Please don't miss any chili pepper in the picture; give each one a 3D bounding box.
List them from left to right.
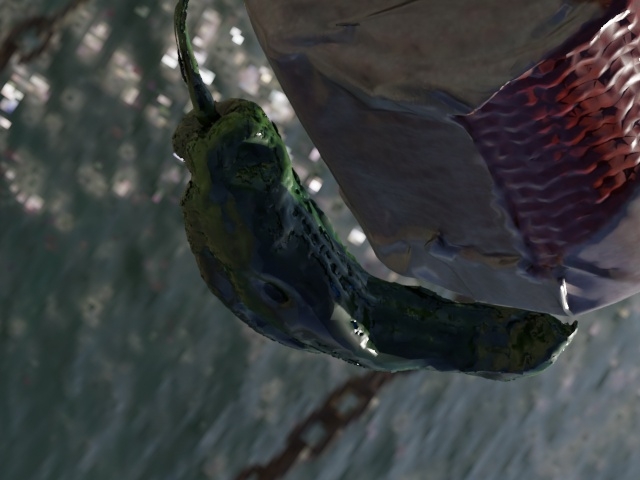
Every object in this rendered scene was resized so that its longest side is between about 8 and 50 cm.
[{"bbox_3d":[0.000,0.000,0.884,0.122,0.065,0.279,-44,115,11],"label":"chili pepper"}]

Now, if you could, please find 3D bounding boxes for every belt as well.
[{"bbox_3d":[0.051,-0.076,0.501,0.128,0.201,0.124,-20,137,10],"label":"belt"}]
